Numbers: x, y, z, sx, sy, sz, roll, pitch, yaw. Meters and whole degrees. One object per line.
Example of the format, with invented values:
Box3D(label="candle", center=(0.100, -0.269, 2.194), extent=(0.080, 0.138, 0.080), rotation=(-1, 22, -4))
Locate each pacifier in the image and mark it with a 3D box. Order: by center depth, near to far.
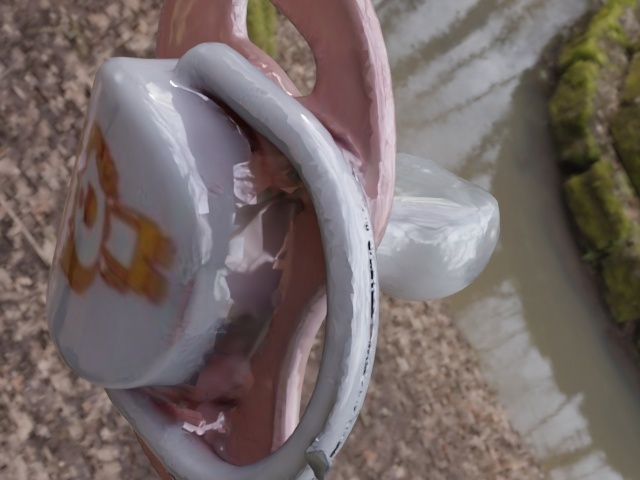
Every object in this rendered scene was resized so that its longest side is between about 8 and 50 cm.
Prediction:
Box3D(label="pacifier", center=(-0.033, -0.009, 0.634), extent=(0.220, 0.332, 0.273), rotation=(27, 30, 13))
